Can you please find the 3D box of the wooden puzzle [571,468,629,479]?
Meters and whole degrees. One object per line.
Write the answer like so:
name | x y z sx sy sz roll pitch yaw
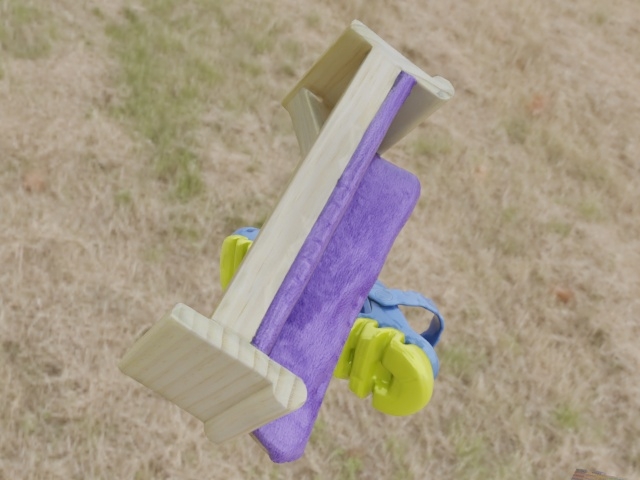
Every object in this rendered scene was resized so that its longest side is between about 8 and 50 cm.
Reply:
wooden puzzle | 0.258 0.222 0.837 0.049 0.006 0.083 4 -3 20

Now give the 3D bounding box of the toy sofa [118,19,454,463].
toy sofa | 0.000 0.000 0.790 0.177 0.150 0.362 36 56 -11

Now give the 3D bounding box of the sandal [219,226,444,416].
sandal | 0.018 0.079 1.070 0.317 0.126 0.138 33 40 21
